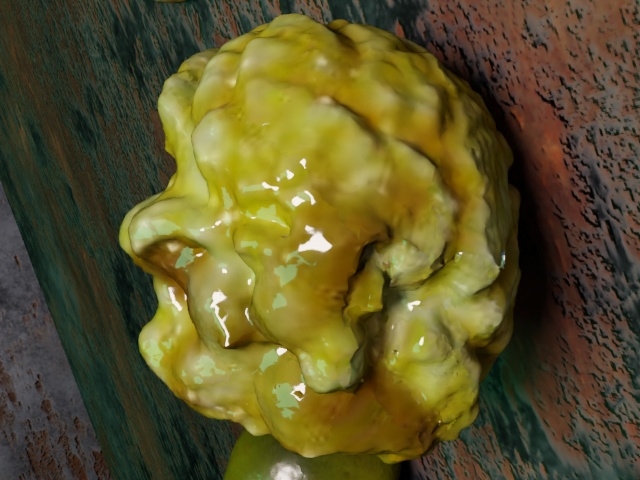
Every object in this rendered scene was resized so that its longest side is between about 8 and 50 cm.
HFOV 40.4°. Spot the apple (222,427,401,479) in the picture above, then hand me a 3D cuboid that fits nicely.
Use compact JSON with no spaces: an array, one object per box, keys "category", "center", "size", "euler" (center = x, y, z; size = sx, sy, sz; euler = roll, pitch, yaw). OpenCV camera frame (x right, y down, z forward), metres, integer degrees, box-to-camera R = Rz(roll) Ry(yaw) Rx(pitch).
[{"category":"apple","center":[-0.009,0.237,0.842],"size":[0.157,0.196,0.196],"euler":[19,135,11]}]

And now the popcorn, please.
[{"category":"popcorn","center":[0.001,-0.009,0.564],"size":[0.282,0.247,0.282],"euler":[10,118,20]}]

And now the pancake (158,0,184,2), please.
[{"category":"pancake","center":[-0.158,-0.319,0.852],"size":[0.212,0.056,0.257],"euler":[50,148,31]}]
